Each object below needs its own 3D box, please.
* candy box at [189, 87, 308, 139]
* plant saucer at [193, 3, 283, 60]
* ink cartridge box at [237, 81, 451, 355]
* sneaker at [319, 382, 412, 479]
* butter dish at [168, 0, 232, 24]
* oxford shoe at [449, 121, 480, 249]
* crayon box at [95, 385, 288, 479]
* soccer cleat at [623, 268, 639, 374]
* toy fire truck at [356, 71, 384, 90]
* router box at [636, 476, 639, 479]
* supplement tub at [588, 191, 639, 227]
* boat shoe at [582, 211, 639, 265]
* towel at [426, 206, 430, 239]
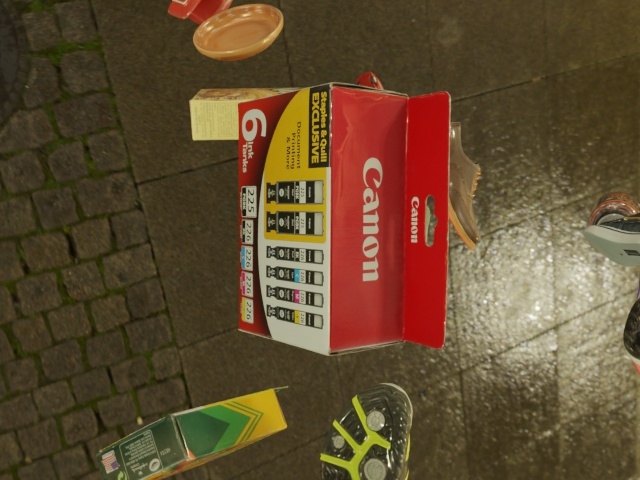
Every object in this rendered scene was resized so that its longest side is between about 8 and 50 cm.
[{"bbox_3d":[-0.101,-0.267,1.423,0.316,0.183,0.088,-2,110,-3],"label":"candy box"},{"bbox_3d":[-0.175,-0.446,1.474,0.200,0.200,0.037,-32,136,-17],"label":"plant saucer"},{"bbox_3d":[0.019,-0.027,0.846,0.130,0.271,0.310,-2,93,-38],"label":"ink cartridge box"},{"bbox_3d":[0.083,0.429,1.174,0.147,0.145,0.385,6,97,-60],"label":"sneaker"},{"bbox_3d":[-0.257,-0.555,1.586,0.118,0.160,0.160,38,91,-35],"label":"butter dish"},{"bbox_3d":[0.391,-0.149,1.886,0.132,0.130,0.364,-21,103,9],"label":"oxford shoe"},{"bbox_3d":[-0.203,0.348,1.213,0.318,0.202,0.081,2,61,-57],"label":"crayon box"},{"bbox_3d":[0.572,0.089,1.108,0.116,0.108,0.318,55,54,-37],"label":"soccer cleat"},{"bbox_3d":[0.145,-0.280,1.575,0.135,0.047,0.192,29,46,-54],"label":"toy fire truck"},{"bbox_3d":[0.604,0.289,0.829,0.335,0.301,0.082,-33,88,2],"label":"router box"},{"bbox_3d":[0.625,-0.040,1.444,0.198,0.106,0.106,-28,124,-63],"label":"supplement tub"},{"bbox_3d":[0.431,-0.013,0.909,0.065,0.183,0.083,45,87,-11],"label":"boat shoe"},{"bbox_3d":[0.175,-0.017,1.310,0.038,0.325,0.248,-2,116,2],"label":"towel"}]
